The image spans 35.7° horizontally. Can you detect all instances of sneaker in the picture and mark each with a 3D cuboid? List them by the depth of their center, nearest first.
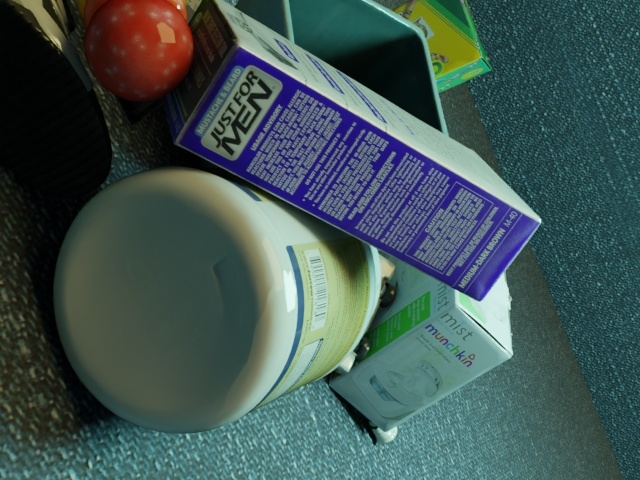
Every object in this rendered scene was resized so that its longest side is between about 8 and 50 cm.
[{"bbox_3d":[-0.271,-0.199,0.877,0.330,0.122,0.146,61,23,-19],"label":"sneaker"},{"bbox_3d":[0.096,0.249,1.457,0.044,0.040,0.109,59,22,-18],"label":"sneaker"}]

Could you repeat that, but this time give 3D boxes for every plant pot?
[{"bbox_3d":[-0.025,-0.144,1.212,0.247,0.252,0.248,21,47,-36],"label":"plant pot"}]

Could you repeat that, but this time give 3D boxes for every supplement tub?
[{"bbox_3d":[-0.079,0.045,0.960,0.316,0.228,0.228,-7,76,-69],"label":"supplement tub"}]

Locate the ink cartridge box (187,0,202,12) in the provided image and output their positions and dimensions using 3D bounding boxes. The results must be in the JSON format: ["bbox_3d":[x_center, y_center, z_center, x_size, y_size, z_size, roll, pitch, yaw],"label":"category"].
[{"bbox_3d":[-0.201,-0.289,1.184,0.143,0.090,0.092,55,23,-31],"label":"ink cartridge box"}]

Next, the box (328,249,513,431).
[{"bbox_3d":[0.146,0.103,1.426,0.127,0.231,0.262,41,31,-21],"label":"box"}]

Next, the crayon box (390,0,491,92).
[{"bbox_3d":[0.162,-0.349,1.879,0.081,0.278,0.165,18,53,-66],"label":"crayon box"}]

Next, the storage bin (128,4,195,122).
[{"bbox_3d":[-0.184,-0.209,1.109,0.091,0.135,0.098,48,26,-17],"label":"storage bin"}]

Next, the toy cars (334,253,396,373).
[{"bbox_3d":[0.000,0.000,1.390,0.176,0.087,0.394,-4,70,-29],"label":"toy cars"}]

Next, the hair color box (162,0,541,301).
[{"bbox_3d":[0.023,-0.086,0.934,0.339,0.110,0.185,29,16,-25],"label":"hair color box"}]

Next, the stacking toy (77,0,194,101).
[{"bbox_3d":[-0.177,-0.229,0.919,0.141,0.141,0.330,52,14,-37],"label":"stacking toy"}]
